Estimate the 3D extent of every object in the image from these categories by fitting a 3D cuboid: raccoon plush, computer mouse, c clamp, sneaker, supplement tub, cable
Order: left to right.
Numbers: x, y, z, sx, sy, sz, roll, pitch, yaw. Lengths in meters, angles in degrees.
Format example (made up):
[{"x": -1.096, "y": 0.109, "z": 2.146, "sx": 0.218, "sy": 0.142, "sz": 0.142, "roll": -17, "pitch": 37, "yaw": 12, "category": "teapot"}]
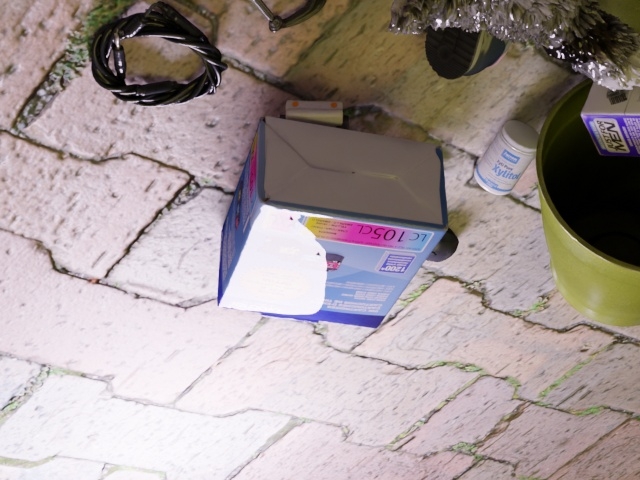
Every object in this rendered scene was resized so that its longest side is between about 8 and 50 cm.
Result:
[{"x": -0.210, "y": -0.228, "z": 1.536, "sx": 0.150, "sy": 0.047, "sz": 0.184, "roll": -35, "pitch": 140, "yaw": 18, "category": "cable"}, {"x": -0.069, "y": -0.325, "z": 1.510, "sx": 0.137, "sy": 0.022, "sz": 0.160, "roll": -38, "pitch": 137, "yaw": 13, "category": "c clamp"}, {"x": 0.138, "y": -0.002, "z": 1.968, "sx": 0.242, "sy": 0.041, "sz": 0.071, "roll": 9, "pitch": 134, "yaw": -32, "category": "computer mouse"}, {"x": 0.298, "y": -0.131, "z": 1.862, "sx": 0.071, "sy": 0.071, "sz": 0.107, "roll": 3, "pitch": 136, "yaw": -27, "category": "supplement tub"}, {"x": 0.252, "y": -0.364, "z": 1.562, "sx": 0.131, "sy": 0.112, "sz": 0.319, "roll": -18, "pitch": 147, "yaw": -44, "category": "sneaker"}, {"x": 0.256, "y": -0.280, "z": 1.338, "sx": 0.446, "sy": 0.299, "sz": 0.216, "roll": 26, "pitch": 125, "yaw": -14, "category": "raccoon plush"}]

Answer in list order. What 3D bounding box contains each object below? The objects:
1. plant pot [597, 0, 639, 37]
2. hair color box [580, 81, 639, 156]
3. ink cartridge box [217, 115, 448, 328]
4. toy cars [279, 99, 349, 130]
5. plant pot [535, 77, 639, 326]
[{"x": 0.480, "y": -0.343, "z": 1.573, "sx": 0.293, "sy": 0.275, "sz": 0.274, "roll": -27, "pitch": 145, "yaw": 34, "category": "plant pot"}, {"x": 0.563, "y": -0.214, "z": 1.646, "sx": 0.338, "sy": 0.185, "sz": 0.110, "roll": 7, "pitch": 149, "yaw": 36, "category": "hair color box"}, {"x": 0.000, "y": 0.000, "z": 1.735, "sx": 0.270, "sy": 0.151, "sz": 0.395, "roll": 8, "pitch": 151, "yaw": -11, "category": "ink cartridge box"}, {"x": 0.060, "y": -0.118, "z": 1.757, "sx": 0.176, "sy": 0.087, "sz": 0.393, "roll": -22, "pitch": 143, "yaw": 35, "category": "toy cars"}, {"x": 0.512, "y": -0.034, "z": 1.892, "sx": 0.366, "sy": 0.366, "sz": 0.353, "roll": -16, "pitch": 154, "yaw": -6, "category": "plant pot"}]
